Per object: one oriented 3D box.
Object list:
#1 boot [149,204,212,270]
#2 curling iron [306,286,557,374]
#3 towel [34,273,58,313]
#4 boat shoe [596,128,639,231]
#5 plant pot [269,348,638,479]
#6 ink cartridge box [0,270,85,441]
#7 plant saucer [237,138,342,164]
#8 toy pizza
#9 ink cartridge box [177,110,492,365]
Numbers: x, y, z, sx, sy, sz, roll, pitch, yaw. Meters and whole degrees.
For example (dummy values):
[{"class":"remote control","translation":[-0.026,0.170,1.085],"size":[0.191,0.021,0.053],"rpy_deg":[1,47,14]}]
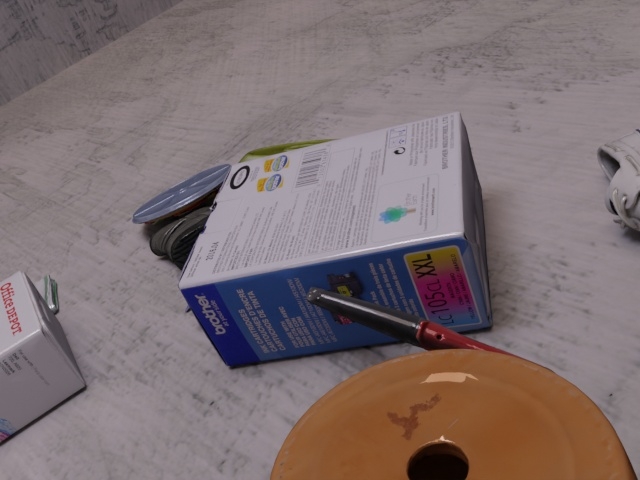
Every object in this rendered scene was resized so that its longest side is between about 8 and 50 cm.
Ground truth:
[{"class":"boot","translation":[-0.152,-0.041,1.104],"size":[0.246,0.083,0.161],"rpy_deg":[-29,23,-18]},{"class":"curling iron","translation":[0.105,0.103,0.679],"size":[0.274,0.035,0.068],"rpy_deg":[25,50,22]},{"class":"towel","translation":[-0.507,0.120,1.138],"size":[0.152,0.023,0.113],"rpy_deg":[-29,32,-8]},{"class":"boat shoe","translation":[0.365,-0.051,0.773],"size":[0.088,0.096,0.267],"rpy_deg":[-15,32,20]},{"class":"plant pot","translation":[0.088,0.209,0.433],"size":[0.291,0.203,0.291],"rpy_deg":[-12,30,7]},{"class":"ink cartridge box","translation":[-0.483,0.190,0.932],"size":[0.278,0.117,0.201],"rpy_deg":[-34,34,-15]},{"class":"plant saucer","translation":[-0.023,-0.132,1.097],"size":[0.241,0.037,0.241],"rpy_deg":[-5,13,1]},{"class":"toy pizza","translation":[-0.236,-0.075,1.215],"size":[0.201,0.032,0.201],"rpy_deg":[-24,18,8]},{"class":"ink cartridge box","translation":[0.000,0.000,0.872],"size":[0.396,0.151,0.270],"rpy_deg":[-10,35,18]}]
